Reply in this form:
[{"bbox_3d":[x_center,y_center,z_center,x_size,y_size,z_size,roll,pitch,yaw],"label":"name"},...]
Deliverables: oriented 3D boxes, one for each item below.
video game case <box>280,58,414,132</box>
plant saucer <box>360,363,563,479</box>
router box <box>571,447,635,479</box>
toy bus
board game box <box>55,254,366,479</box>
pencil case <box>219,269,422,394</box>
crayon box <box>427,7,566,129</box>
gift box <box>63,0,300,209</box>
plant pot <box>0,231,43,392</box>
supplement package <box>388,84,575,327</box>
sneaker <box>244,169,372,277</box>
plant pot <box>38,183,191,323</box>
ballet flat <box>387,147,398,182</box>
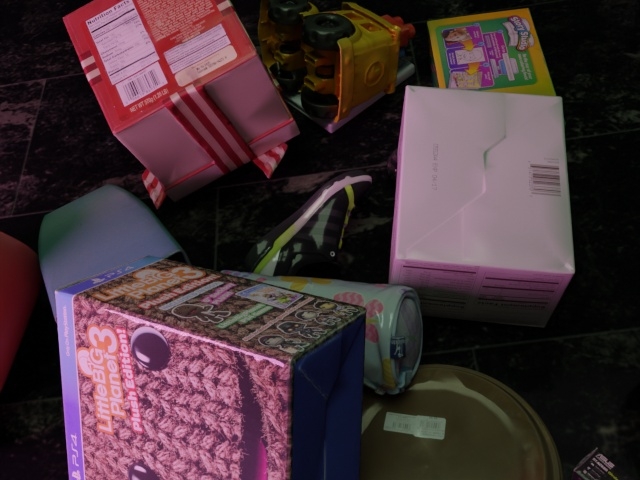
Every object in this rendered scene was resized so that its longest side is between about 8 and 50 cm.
[{"bbox_3d":[0.031,-0.275,1.324,0.190,0.022,0.173,-38,55,-19],"label":"video game case"},{"bbox_3d":[0.126,0.253,0.876,0.277,0.041,0.278,-6,51,7],"label":"plant saucer"},{"bbox_3d":[0.307,0.277,0.789,0.038,0.092,0.122,-36,55,-18],"label":"router box"},{"bbox_3d":[0.034,-0.315,1.261,0.211,0.150,0.220,-27,48,-27],"label":"toy bus"},{"bbox_3d":[-0.114,0.166,0.817,0.290,0.232,0.141,11,19,29],"label":"board game box"},{"bbox_3d":[-0.013,0.105,0.949,0.273,0.124,0.113,5,12,25],"label":"pencil case"},{"bbox_3d":[0.260,-0.234,1.211,0.165,0.081,0.279,-6,51,5],"label":"crayon box"},{"bbox_3d":[-0.193,-0.209,1.154,0.255,0.258,0.277,-24,68,3],"label":"gift box"},{"bbox_3d":[-0.492,0.122,0.960,0.274,0.275,0.243,-2,66,9],"label":"plant pot"},{"bbox_3d":[0.196,-0.045,1.000,0.203,0.145,0.262,5,59,3],"label":"supplement package"},{"bbox_3d":[0.000,0.000,1.093,0.234,0.084,0.097,-41,80,-20],"label":"sneaker"},{"bbox_3d":[-0.269,0.042,1.045,0.165,0.166,0.234,-29,45,-13],"label":"plant pot"},{"bbox_3d":[0.157,-0.067,1.130,0.057,0.049,0.173,-25,58,-21],"label":"ballet flat"}]
